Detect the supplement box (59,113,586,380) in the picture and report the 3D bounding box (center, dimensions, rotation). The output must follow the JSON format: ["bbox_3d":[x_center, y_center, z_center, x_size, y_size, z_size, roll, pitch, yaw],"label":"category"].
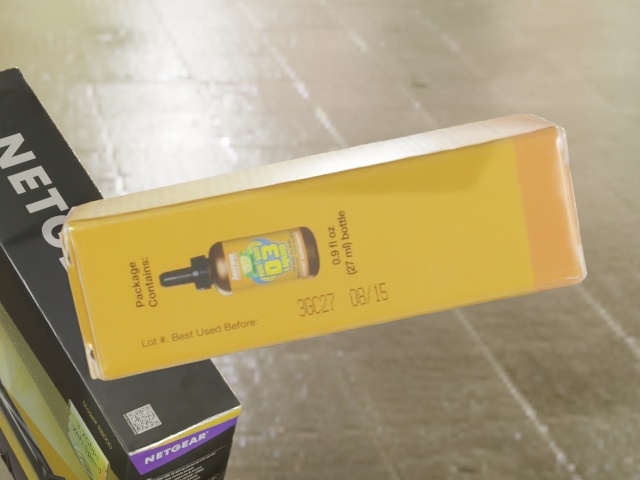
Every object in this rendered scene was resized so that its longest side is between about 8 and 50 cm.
[{"bbox_3d":[0.000,0.000,0.742,0.233,0.078,0.080,-11,13,-5],"label":"supplement box"}]

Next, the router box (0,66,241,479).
[{"bbox_3d":[-0.175,0.076,1.062,0.081,0.243,0.309,-21,58,-27],"label":"router box"}]
